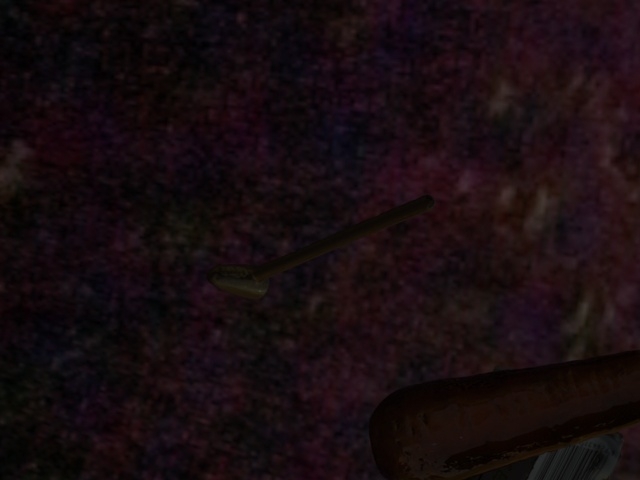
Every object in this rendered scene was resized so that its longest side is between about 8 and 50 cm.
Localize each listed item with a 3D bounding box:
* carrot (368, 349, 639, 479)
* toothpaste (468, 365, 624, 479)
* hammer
[{"bbox_3d":[0.104,0.087,0.719,0.055,0.161,0.055,-16,90,-82],"label":"carrot"},{"bbox_3d":[0.088,0.252,0.946,0.067,0.081,0.337,17,105,-29],"label":"toothpaste"},{"bbox_3d":[0.000,0.000,1.104,0.060,0.195,0.028,19,52,-56],"label":"hammer"}]
